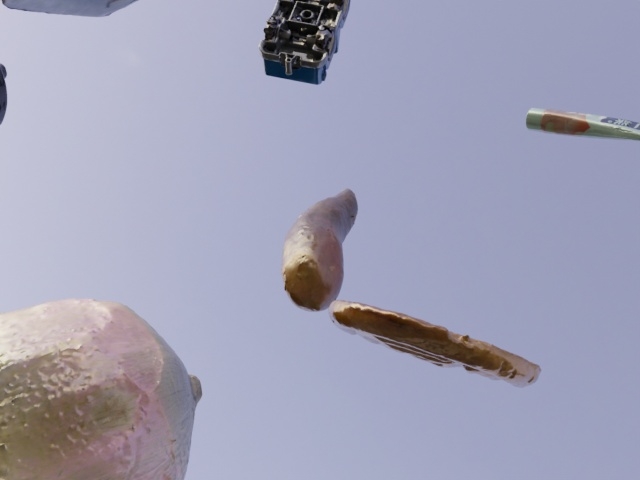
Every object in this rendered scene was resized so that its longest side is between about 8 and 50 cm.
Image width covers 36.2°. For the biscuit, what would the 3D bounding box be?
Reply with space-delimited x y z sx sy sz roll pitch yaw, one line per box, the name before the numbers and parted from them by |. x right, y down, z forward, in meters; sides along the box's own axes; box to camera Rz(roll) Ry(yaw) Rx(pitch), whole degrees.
biscuit | 0.102 0.101 0.967 0.224 0.144 0.033 15 -99 20

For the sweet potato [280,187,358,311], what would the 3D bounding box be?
sweet potato | -0.001 -0.001 1.438 0.097 0.292 0.097 5 -54 7

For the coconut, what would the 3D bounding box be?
coconut | -0.353 0.280 1.497 0.404 0.404 0.405 18 -57 31

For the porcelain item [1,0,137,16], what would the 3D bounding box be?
porcelain item | -0.236 -0.369 0.702 0.178 0.242 0.405 -27 -93 23

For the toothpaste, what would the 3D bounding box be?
toothpaste | 0.393 -0.161 1.393 0.205 0.056 0.036 13 -56 34

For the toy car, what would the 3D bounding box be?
toy car | -0.020 -0.297 1.404 0.097 0.191 0.100 13 -31 8

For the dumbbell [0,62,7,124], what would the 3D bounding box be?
dumbbell | -0.461 -0.156 1.099 0.143 0.325 0.143 8 -66 20
